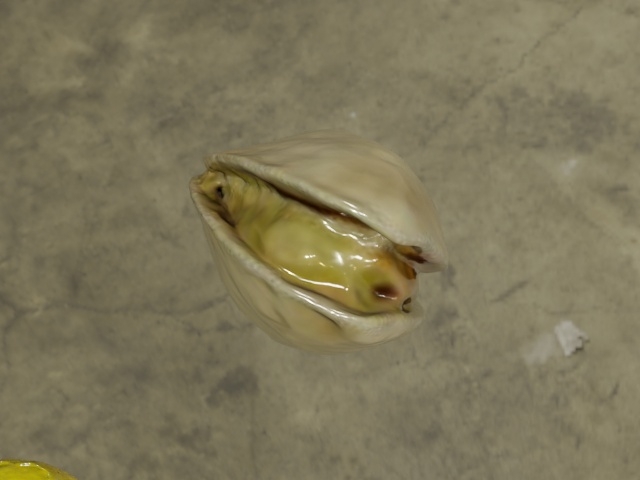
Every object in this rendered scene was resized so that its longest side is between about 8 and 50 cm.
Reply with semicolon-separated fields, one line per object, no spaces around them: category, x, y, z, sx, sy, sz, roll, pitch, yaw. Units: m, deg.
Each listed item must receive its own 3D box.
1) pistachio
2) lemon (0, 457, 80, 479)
pistachio;0.000;0.000;0.649;0.126;0.152;0.223;-63;16;3
lemon;-0.293;0.310;1.163;0.181;0.193;0.180;-20;59;36
